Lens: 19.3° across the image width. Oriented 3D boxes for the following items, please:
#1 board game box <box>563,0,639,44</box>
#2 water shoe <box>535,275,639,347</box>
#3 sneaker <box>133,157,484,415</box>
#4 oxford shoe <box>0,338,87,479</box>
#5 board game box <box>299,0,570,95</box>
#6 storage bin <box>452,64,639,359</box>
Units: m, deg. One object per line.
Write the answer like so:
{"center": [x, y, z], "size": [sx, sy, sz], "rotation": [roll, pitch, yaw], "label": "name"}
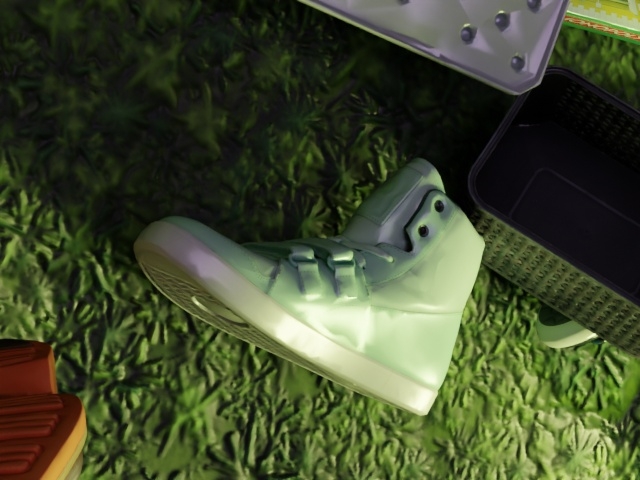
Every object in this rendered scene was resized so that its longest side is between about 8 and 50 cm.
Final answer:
{"center": [0.198, -0.311, 1.348], "size": [0.213, 0.046, 0.317], "rotation": [9, 86, -34], "label": "board game box"}
{"center": [0.245, 0.044, 1.366], "size": [0.203, 0.073, 0.080], "rotation": [-29, 111, -28], "label": "water shoe"}
{"center": [0.000, 0.000, 1.189], "size": [0.256, 0.094, 0.151], "rotation": [29, 81, -40], "label": "sneaker"}
{"center": [-0.172, 0.141, 0.933], "size": [0.130, 0.364, 0.133], "rotation": [-5, 98, -3], "label": "oxford shoe"}
{"center": [0.032, -0.339, 1.182], "size": [0.390, 0.050, 0.390], "rotation": [21, 87, -25], "label": "board game box"}
{"center": [0.189, -0.018, 1.274], "size": [0.180, 0.084, 0.122], "rotation": [33, 70, 3], "label": "storage bin"}
